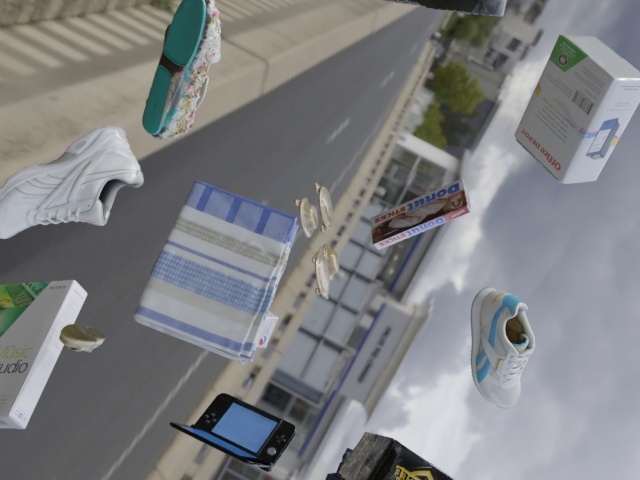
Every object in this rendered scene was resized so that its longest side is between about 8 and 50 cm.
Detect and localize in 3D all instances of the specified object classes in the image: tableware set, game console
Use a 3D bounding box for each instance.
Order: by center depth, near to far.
[{"bbox_3d":[-0.106,0.233,1.052,0.107,0.122,0.071,-51,152,-39],"label":"game console"},{"bbox_3d":[0.000,0.000,1.225,0.141,0.020,0.168,-25,107,-74],"label":"tableware set"}]

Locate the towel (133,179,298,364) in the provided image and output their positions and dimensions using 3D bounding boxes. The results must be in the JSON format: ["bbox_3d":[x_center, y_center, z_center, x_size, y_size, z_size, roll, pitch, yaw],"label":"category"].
[{"bbox_3d":[-0.170,0.049,1.429,0.034,0.209,0.285,116,-7,-63],"label":"towel"}]

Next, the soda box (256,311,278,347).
[{"bbox_3d":[-0.189,0.130,1.642,0.074,0.216,0.069,10,105,-56],"label":"soda box"}]

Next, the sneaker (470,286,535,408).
[{"bbox_3d":[0.321,0.198,1.468,0.087,0.092,0.228,-24,115,-30],"label":"sneaker"}]

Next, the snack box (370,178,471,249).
[{"bbox_3d":[0.167,-0.043,1.425,0.178,0.022,0.064,-23,-137,24],"label":"snack box"}]

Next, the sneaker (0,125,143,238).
[{"bbox_3d":[-0.350,-0.058,1.163,0.232,0.115,0.090,-33,170,0],"label":"sneaker"}]

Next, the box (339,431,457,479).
[{"bbox_3d":[0.158,0.344,1.060,0.079,0.257,0.322,-54,176,-11],"label":"box"}]

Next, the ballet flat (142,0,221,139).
[{"bbox_3d":[-0.187,-0.248,1.198,0.077,0.091,0.241,-10,141,-45],"label":"ballet flat"}]

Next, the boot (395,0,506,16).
[{"bbox_3d":[0.097,-0.294,0.803,0.077,0.198,0.137,-17,120,-56],"label":"boot"}]

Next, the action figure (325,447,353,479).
[{"bbox_3d":[-0.058,0.615,1.949,0.341,0.178,0.330,-66,154,-9],"label":"action figure"}]

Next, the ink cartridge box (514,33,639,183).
[{"bbox_3d":[0.447,-0.227,1.465,0.154,0.093,0.212,57,-40,40],"label":"ink cartridge box"}]

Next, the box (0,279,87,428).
[{"bbox_3d":[-0.631,0.223,1.690,0.058,0.232,0.322,63,31,-42],"label":"box"}]

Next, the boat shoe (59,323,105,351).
[{"bbox_3d":[-0.453,0.190,1.582,0.048,0.056,0.153,-52,175,-1],"label":"boat shoe"}]
